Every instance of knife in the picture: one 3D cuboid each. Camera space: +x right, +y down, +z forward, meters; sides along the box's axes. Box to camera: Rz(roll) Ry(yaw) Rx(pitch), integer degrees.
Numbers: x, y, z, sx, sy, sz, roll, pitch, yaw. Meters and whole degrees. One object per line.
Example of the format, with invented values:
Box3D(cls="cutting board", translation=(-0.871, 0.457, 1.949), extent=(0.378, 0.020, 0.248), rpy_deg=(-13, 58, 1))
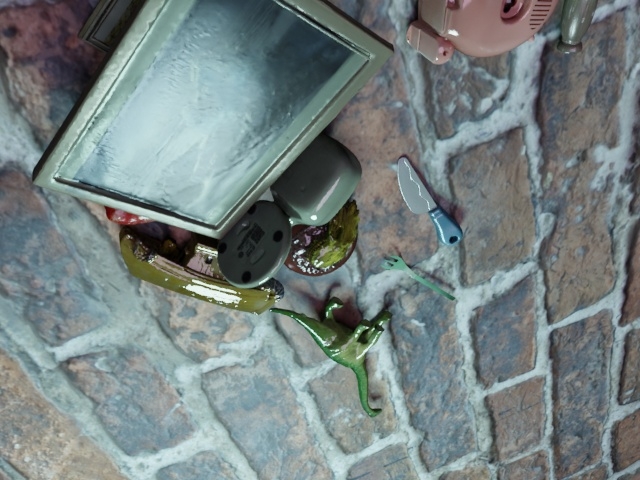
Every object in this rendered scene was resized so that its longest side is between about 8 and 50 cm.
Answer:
Box3D(cls="knife", translation=(0.208, -0.071, 1.216), extent=(0.058, 0.032, 0.244), rpy_deg=(-34, 124, 18))

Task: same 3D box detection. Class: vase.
Box3D(cls="vase", translation=(0.440, -0.377, 1.054), extent=(0.053, 0.053, 0.100), rpy_deg=(-12, 131, -10))

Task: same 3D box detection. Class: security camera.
Box3D(cls="security camera", translation=(-0.057, -0.045, 1.042), extent=(0.301, 0.157, 0.080), rpy_deg=(-51, 142, 5))

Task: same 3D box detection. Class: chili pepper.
Box3D(cls="chili pepper", translation=(-0.296, -0.064, 1.024), extent=(0.123, 0.070, 0.073), rpy_deg=(-14, 155, -11))

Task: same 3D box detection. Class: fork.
Box3D(cls="fork", translation=(0.214, 0.083, 1.332), extent=(0.235, 0.021, 0.039), rpy_deg=(29, 115, -34))

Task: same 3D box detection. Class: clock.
Box3D(cls="clock", translation=(0.273, -0.391, 0.936), extent=(0.241, 0.142, 0.227), rpy_deg=(-10, 127, -16))

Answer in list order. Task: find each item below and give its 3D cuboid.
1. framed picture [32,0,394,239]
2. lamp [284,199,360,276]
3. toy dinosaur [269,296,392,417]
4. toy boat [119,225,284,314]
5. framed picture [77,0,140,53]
Box3D(cls="framed picture", translation=(-0.153, -0.178, 0.861), extent=(0.326, 0.028, 0.446), rpy_deg=(19, 131, -39))
Box3D(cls="lamp", translation=(-0.005, 0.000, 1.123), extent=(0.157, 0.135, 0.157), rpy_deg=(-3, 127, -16))
Box3D(cls="toy dinosaur", translation=(0.029, 0.267, 1.372), extent=(0.447, 0.087, 0.300), rpy_deg=(19, 123, -27))
Box3D(cls="toy boat", translation=(-0.211, 0.045, 1.118), extent=(0.321, 0.089, 0.121), rpy_deg=(23, 109, -29))
Box3D(cls="framed picture", translation=(-0.184, -0.297, 0.839), extent=(0.217, 0.017, 0.274), rpy_deg=(24, 145, -30))
